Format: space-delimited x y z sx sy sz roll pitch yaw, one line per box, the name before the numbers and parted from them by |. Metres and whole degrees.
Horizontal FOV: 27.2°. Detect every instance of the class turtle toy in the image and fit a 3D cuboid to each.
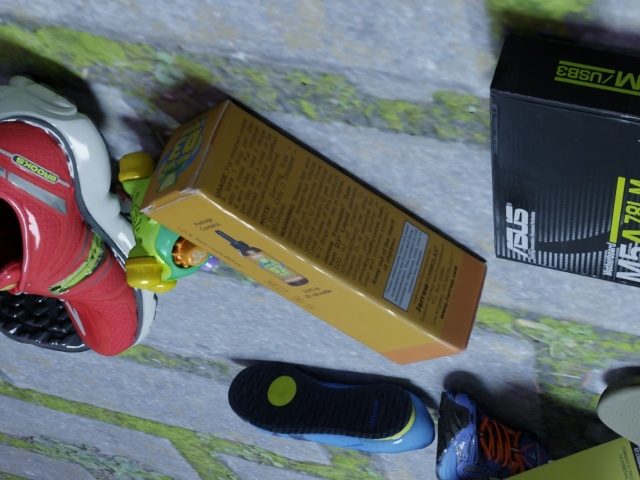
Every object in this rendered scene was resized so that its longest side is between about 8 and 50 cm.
turtle toy | -0.098 -0.012 0.936 0.066 0.095 0.130 -5 174 6

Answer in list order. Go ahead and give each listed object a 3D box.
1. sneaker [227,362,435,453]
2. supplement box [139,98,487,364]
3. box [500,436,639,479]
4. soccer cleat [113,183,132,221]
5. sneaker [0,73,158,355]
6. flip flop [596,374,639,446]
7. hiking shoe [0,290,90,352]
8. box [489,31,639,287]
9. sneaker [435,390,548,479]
sneaker | 0.010 0.168 1.261 0.209 0.069 0.082 5 156 29
supplement box | 0.000 0.000 0.894 0.233 0.080 0.078 30 154 -27
box | 0.200 0.240 1.164 0.232 0.058 0.087 -24 145 24
soccer cleat | -0.154 -0.017 1.023 0.083 0.035 0.029 35 152 -32
sneaker | -0.205 0.003 0.955 0.107 0.118 0.279 30 152 31
flip flop | 0.326 0.204 1.002 0.277 0.080 0.112 43 149 8
hiking shoe | -0.294 0.045 1.233 0.227 0.086 0.114 22 171 9
box | 0.187 -0.029 0.726 0.184 0.045 0.190 11 155 13
sneaker | 0.161 0.192 1.207 0.087 0.083 0.221 -6 154 20
